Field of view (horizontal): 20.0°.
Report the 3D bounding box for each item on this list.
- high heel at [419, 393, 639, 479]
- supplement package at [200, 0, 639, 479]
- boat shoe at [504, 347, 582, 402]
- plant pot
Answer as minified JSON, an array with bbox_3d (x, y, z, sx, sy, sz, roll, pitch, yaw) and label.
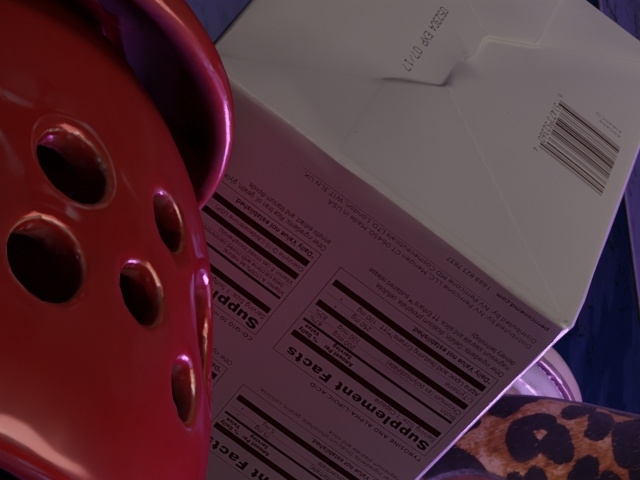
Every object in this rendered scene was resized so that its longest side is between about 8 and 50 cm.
[{"bbox_3d":[0.032,0.156,0.730,0.093,0.261,0.186,62,27,-23],"label":"high heel"},{"bbox_3d":[0.000,0.000,0.688,0.203,0.149,0.194,-51,-176,37],"label":"supplement package"},{"bbox_3d":[0.058,0.084,1.027,0.302,0.113,0.103,42,53,-48],"label":"boat shoe"},{"bbox_3d":[-0.119,0.010,0.487,0.191,0.191,0.174,63,26,-49],"label":"plant pot"}]
